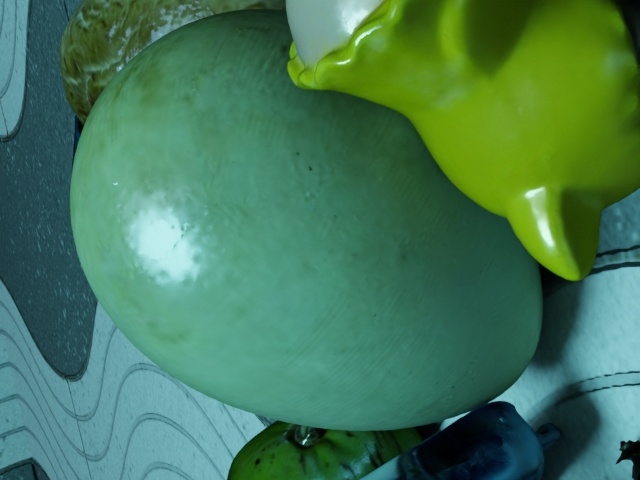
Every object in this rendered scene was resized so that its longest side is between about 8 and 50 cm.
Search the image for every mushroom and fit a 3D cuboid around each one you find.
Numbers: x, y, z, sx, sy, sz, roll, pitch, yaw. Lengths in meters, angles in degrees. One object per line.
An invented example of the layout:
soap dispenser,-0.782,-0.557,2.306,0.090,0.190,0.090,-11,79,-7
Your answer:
mushroom,-0.069,-0.089,0.872,0.278,0.146,0.278,20,136,21

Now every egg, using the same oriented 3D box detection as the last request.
egg,0.000,0.000,0.694,0.218,0.295,0.218,-46,23,25

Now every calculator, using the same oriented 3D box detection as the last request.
calculator,0.020,0.187,0.723,0.051,0.293,0.173,57,172,24

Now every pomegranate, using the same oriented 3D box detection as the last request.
pomegranate,0.023,0.208,0.878,0.191,0.152,0.131,63,175,14

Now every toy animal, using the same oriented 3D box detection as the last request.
toy animal,0.063,-0.096,0.555,0.230,0.156,0.156,42,164,-21

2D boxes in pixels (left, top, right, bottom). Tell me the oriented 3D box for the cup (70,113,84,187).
cup,-0.183,-0.089,1.228,0.113,0.150,0.138,34,147,5

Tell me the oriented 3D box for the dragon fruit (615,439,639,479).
dragon fruit,0.117,0.287,0.627,0.291,0.250,0.269,85,162,-52
